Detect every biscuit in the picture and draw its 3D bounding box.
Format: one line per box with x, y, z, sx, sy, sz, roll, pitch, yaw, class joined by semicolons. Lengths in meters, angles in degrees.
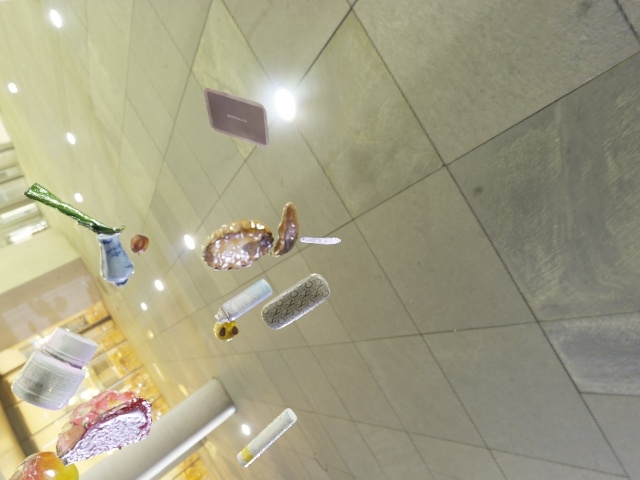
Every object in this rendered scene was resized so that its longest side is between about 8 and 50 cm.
-0.368;0.014;1.894;0.107;0.325;0.326;64;154;29;biscuit

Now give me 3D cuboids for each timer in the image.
-0.434;0.404;1.944;0.109;0.107;0.107;6;121;60;timer

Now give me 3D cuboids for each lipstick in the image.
-0.199;0.733;1.590;0.059;0.264;0.059;46;-176;-5;lipstick

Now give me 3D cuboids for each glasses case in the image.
-0.118;0.289;2.015;0.137;0.354;0.085;54;-173;-14;glasses case

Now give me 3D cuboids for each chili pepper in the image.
-0.942;-0.108;1.650;0.358;0.085;0.076;31;118;-26;chili pepper

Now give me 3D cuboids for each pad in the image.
-0.297;-0.433;1.513;0.265;0.002;0.176;22;140;19;pad

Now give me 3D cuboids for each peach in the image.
-1.017;0.896;1.558;0.231;0.230;0.231;35;142;34;peach

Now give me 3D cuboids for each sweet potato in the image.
-0.143;-0.035;1.883;0.355;0.106;0.096;114;161;-47;sweet potato

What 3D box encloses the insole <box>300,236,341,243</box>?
0.000;0.000;1.379;0.045;0.134;0.002;116;154;-56;insole

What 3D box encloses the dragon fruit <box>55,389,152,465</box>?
-0.574;0.476;1.124;0.189;0.261;0.163;-4;83;24;dragon fruit

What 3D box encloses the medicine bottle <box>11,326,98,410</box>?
-1.163;0.563;1.895;0.240;0.302;0.241;24;161;9;medicine bottle

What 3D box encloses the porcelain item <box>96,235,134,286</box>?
-0.941;0.089;1.951;0.141;0.141;0.260;26;129;42;porcelain item

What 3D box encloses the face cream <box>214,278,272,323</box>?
-0.295;0.237;1.629;0.075;0.229;0.075;43;154;27;face cream

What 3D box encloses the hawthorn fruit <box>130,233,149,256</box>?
-0.710;0.013;1.670;0.077;0.077;0.077;35;142;34;hawthorn fruit
